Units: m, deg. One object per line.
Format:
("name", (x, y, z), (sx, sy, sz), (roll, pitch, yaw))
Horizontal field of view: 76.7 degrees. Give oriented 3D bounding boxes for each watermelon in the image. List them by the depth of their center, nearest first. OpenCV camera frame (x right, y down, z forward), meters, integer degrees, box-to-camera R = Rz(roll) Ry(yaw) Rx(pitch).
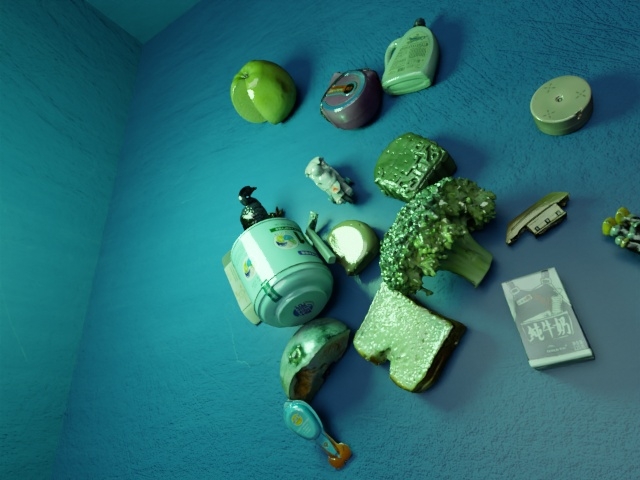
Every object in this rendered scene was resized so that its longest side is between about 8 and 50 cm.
("watermelon", (-0.061, 0.372, 1.327), (0.188, 0.175, 0.322), (33, 92, 39))

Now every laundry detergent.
("laundry detergent", (-0.125, 0.124, 1.399), (0.287, 0.287, 0.305), (-46, 52, 13))
("laundry detergent", (0.335, -0.695, 1.506), (0.215, 0.105, 0.280), (-2, 73, 37))

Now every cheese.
("cheese", (-0.016, 0.590, 1.244), (0.256, 0.037, 0.106), (39, 104, 12))
("cheese", (0.108, 0.012, 1.403), (0.175, 0.091, 0.202), (-52, 50, 9))

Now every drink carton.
("drink carton", (0.557, 0.193, 1.000), (0.134, 0.102, 0.222), (-25, 57, 29))

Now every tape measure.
("tape measure", (0.124, -0.557, 1.587), (0.231, 0.149, 0.245), (17, 76, 42))

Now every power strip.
("power strip", (0.681, -0.383, 1.148), (0.154, 0.078, 0.154), (-16, 63, 34))

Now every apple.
("apple", (-0.261, -0.667, 1.835), (0.292, 0.254, 0.292), (-15, 60, 27))

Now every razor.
("razor", (-0.010, 0.000, 1.430), (0.278, 0.056, 0.111), (-120, 38, -58))

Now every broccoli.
("broccoli", (0.329, -0.017, 1.140), (0.277, 0.317, 0.338), (112, 164, -49))

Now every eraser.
("eraser", (-0.317, 0.182, 1.662), (0.089, 0.061, 0.352), (-44, 52, 16))

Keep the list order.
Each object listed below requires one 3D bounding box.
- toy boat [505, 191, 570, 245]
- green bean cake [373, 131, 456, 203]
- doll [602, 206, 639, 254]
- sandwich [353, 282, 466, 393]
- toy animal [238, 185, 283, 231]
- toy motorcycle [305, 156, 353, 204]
("toy boat", (0.590, -0.052, 1.100), (0.200, 0.057, 0.077), (-40, 60, 17))
("green bean cake", (0.299, -0.232, 1.344), (0.222, 0.125, 0.227), (-55, 46, 4))
("doll", (0.802, 0.026, 0.890), (0.316, 0.145, 0.103), (44, 137, 45))
("sandwich", (0.247, 0.286, 1.190), (0.273, 0.095, 0.249), (31, 91, 40))
("toy animal", (-0.241, -0.077, 1.633), (0.122, 0.185, 0.298), (-13, 84, 27))
("toy motorcycle", (0.022, -0.230, 1.510), (0.110, 0.171, 0.260), (-48, 49, 13))
